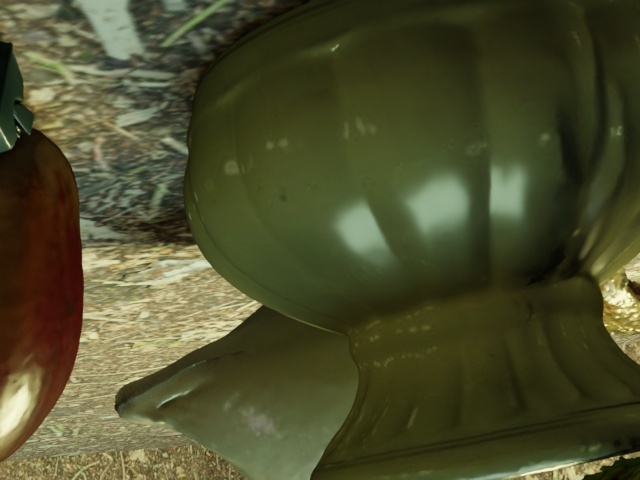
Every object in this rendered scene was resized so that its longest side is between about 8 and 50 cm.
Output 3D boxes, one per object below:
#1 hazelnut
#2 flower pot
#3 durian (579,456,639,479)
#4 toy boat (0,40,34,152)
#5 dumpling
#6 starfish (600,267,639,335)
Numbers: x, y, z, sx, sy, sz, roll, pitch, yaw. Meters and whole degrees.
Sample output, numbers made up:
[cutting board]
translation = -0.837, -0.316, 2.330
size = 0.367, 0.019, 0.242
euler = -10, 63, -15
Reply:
[hazelnut]
translation = -0.214, 0.021, 0.593
size = 0.208, 0.208, 0.208
euler = -9, 166, -2
[flower pot]
translation = 0.079, 0.014, 0.609
size = 0.307, 0.244, 0.307
euler = -8, 167, -2
[durian]
translation = 0.189, 0.178, 0.585
size = 0.132, 0.107, 0.375
euler = -22, 144, 4
[toy boat]
translation = -0.211, -0.057, 0.508
size = 0.141, 0.055, 0.060
euler = -12, 143, 11
[dumpling]
translation = 0.030, 0.108, 0.857
size = 0.341, 0.181, 0.260
euler = -25, -175, 13
[starfish]
translation = 0.385, 0.025, 1.154
size = 0.383, 0.132, 0.398
euler = -21, 167, 22
